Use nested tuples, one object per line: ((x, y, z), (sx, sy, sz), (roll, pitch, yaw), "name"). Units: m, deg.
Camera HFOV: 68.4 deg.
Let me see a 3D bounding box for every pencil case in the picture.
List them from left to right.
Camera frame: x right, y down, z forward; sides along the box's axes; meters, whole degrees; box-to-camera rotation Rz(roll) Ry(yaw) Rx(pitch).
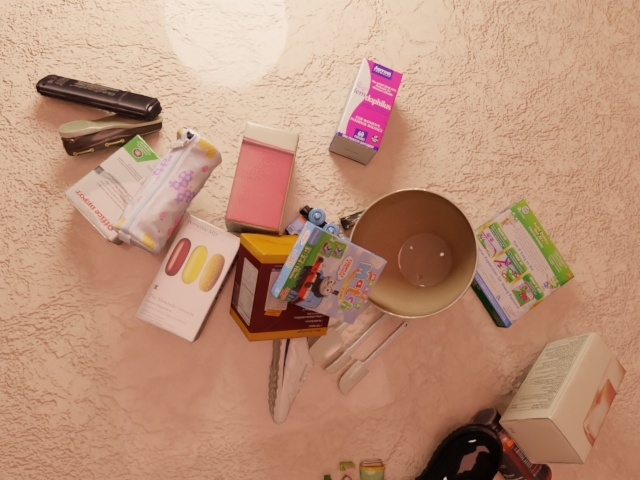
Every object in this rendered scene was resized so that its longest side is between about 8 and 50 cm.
((-0.320, -0.104, 0.995), (0.113, 0.124, 0.273), (32, 80, -8), "pencil case")

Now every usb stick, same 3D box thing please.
((-0.510, -0.331, 1.090), (0.277, 0.045, 0.077), (14, 41, 2), "usb stick")

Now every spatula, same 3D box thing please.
((0.100, 0.237, 1.137), (0.242, 0.019, 0.168), (-41, 108, -13), "spatula")

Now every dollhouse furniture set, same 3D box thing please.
((0.086, 0.560, 1.092), (0.151, 0.058, 0.076), (0, 83, -10), "dollhouse furniture set")

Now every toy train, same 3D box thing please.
((0.000, 0.000, 1.148), (0.105, 0.080, 0.184), (-44, 93, -3), "toy train")

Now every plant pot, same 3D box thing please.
((0.227, 0.038, 1.103), (0.284, 0.191, 0.284), (-3, 82, 21), "plant pot")

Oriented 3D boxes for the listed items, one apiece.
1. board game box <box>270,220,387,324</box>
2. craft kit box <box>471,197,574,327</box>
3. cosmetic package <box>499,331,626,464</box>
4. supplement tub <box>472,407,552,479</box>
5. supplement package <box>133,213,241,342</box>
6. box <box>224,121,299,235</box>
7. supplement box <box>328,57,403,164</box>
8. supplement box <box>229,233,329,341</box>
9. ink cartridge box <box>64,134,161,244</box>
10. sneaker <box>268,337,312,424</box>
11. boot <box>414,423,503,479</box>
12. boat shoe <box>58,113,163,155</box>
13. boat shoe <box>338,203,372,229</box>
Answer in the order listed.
((0.022, 0.073, 0.972), (0.211, 0.039, 0.160), (25, 95, -36), "board game box")
((0.500, 0.057, 1.236), (0.246, 0.061, 0.250), (-32, 89, -10), "craft kit box")
((0.574, 0.367, 1.109), (0.296, 0.153, 0.129), (-37, 88, -33), "cosmetic package")
((0.457, 0.506, 1.139), (0.106, 0.106, 0.198), (-37, 89, -12), "supplement tub")
((-0.286, 0.085, 1.055), (0.139, 0.134, 0.244), (25, 79, -6), "supplement package")
((-0.137, -0.133, 1.103), (0.126, 0.148, 0.233), (12, 80, -7), "box")
((0.113, -0.324, 1.192), (0.111, 0.114, 0.220), (20, 78, -6), "supplement box")
((-0.077, 0.099, 1.028), (0.191, 0.129, 0.194), (2, 108, -31), "supplement box")
((-0.442, -0.112, 1.079), (0.208, 0.087, 0.153), (-42, 92, -14), "ink cartridge box")
((-0.065, 0.307, 1.092), (0.094, 0.090, 0.235), (11, 82, -21), "sneaker")
((0.279, 0.566, 0.988), (0.131, 0.260, 0.348), (41, 91, 7), "boot")
((-0.481, -0.251, 1.103), (0.227, 0.081, 0.069), (-16, 129, -23), "boat shoe")
((0.112, -0.065, 1.190), (0.133, 0.049, 0.042), (-22, 92, -10), "boat shoe")
